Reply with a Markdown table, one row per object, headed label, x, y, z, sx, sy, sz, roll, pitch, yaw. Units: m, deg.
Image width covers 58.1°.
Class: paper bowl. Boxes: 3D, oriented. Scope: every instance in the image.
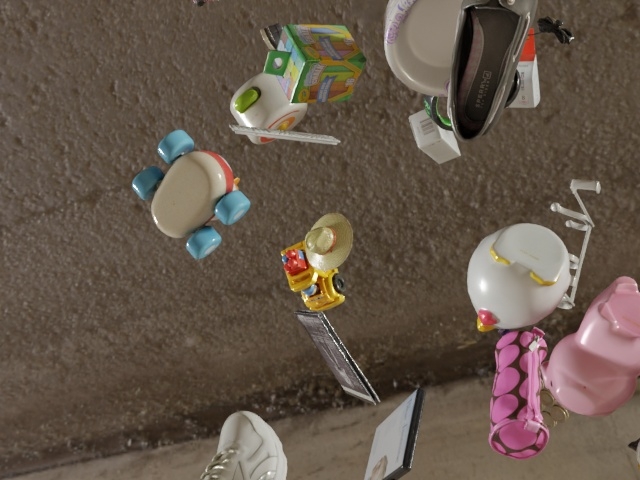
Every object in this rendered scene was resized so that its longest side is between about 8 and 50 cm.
| label | x | y | z | sx | sy | sz | roll | pitch | yaw |
| --- | --- | --- | --- | --- | --- | --- | --- | --- | --- |
| paper bowl | 0.279 | -0.471 | 1.258 | 0.284 | 0.148 | 0.284 | 1 | 136 | 1 |

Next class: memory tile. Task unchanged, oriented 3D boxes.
| label | x | y | z | sx | sy | sz | roll | pitch | yaw |
| --- | --- | --- | --- | --- | --- | --- | --- | --- | --- |
| memory tile | 0.448 | 0.332 | 1.227 | 0.012 | 0.148 | 0.113 | -20 | 154 | -32 |

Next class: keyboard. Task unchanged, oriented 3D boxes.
| label | x | y | z | sx | sy | sz | roll | pitch | yaw |
| --- | --- | --- | --- | --- | --- | --- | --- | --- | --- |
| keyboard | -0.084 | -0.252 | 1.360 | 0.256 | 0.072 | 0.014 | 4 | 114 | -18 |

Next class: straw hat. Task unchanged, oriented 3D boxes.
| label | x | y | z | sx | sy | sz | roll | pitch | yaw |
| --- | --- | --- | --- | --- | --- | --- | --- | --- | --- |
| straw hat | 0.000 | 0.000 | 1.322 | 0.144 | 0.144 | 0.061 | -37 | 148 | 30 |

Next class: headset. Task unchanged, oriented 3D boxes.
| label | x | y | z | sx | sy | sz | roll | pitch | yaw |
| --- | --- | --- | --- | --- | --- | --- | --- | --- | --- |
| headset | 0.466 | -0.445 | 1.545 | 0.394 | 0.185 | 0.243 | -41 | 139 | 11 |

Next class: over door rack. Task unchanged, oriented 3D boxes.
| label | x | y | z | sx | sy | sz | roll | pitch | yaw |
| --- | --- | --- | --- | --- | --- | --- | --- | --- | --- |
| over door rack | 0.570 | 0.015 | 1.355 | 0.108 | 0.239 | 0.324 | 13 | 169 | 25 |

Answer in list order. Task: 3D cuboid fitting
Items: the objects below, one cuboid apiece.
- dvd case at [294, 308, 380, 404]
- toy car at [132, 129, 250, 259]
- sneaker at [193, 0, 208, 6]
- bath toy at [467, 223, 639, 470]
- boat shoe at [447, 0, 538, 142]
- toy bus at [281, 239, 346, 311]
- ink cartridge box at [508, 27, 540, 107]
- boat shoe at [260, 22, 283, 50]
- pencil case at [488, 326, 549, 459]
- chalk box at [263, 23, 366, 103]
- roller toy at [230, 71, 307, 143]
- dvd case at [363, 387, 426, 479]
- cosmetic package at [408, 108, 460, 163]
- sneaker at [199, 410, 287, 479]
| label | x | y | z | sx | sy | sz | roll | pitch | yaw |
| --- | --- | --- | --- | --- | --- | --- | --- | --- | --- |
| dvd case | 0.031 | 0.241 | 1.217 | 0.018 | 0.164 | 0.221 | -34 | 96 | -19 |
| toy car | -0.244 | -0.112 | 1.288 | 0.219 | 0.238 | 0.210 | 46 | 114 | 7 |
| sneaker | -0.277 | -0.622 | 1.454 | 0.119 | 0.047 | 0.057 | -29 | 98 | 47 |
| bath toy | 0.283 | 0.124 | 0.547 | 0.151 | 0.348 | 0.129 | -34 | 150 | -32 |
| boat shoe | 0.263 | -0.310 | 0.888 | 0.112 | 0.095 | 0.335 | 12 | 124 | 14 |
| toy bus | -0.039 | 0.105 | 1.825 | 0.149 | 0.220 | 0.211 | -24 | 159 | 26 |
| ink cartridge box | 0.567 | -0.523 | 1.778 | 0.189 | 0.066 | 0.232 | 11 | 138 | 38 |
| boat shoe | -0.102 | -0.552 | 1.614 | 0.065 | 0.075 | 0.206 | -26 | 174 | 14 |
| pencil case | 0.317 | 0.234 | 0.911 | 0.095 | 0.209 | 0.098 | 33 | 129 | -7 |
| chalk box | -0.026 | -0.414 | 1.358 | 0.213 | 0.132 | 0.132 | -12 | 151 | -28 |
| roller toy | -0.138 | -0.368 | 1.615 | 0.209 | 0.146 | 0.191 | -33 | 174 | -18 |
| dvd case | 0.156 | 0.451 | 1.264 | 0.022 | 0.180 | 0.253 | 24 | 139 | -2 |
| cosmetic package | 0.373 | -0.335 | 1.867 | 0.085 | 0.117 | 0.231 | -21 | 163 | 23 |
| sneaker | -0.104 | 0.283 | 0.644 | 0.090 | 0.232 | 0.115 | -34 | 124 | 21 |
